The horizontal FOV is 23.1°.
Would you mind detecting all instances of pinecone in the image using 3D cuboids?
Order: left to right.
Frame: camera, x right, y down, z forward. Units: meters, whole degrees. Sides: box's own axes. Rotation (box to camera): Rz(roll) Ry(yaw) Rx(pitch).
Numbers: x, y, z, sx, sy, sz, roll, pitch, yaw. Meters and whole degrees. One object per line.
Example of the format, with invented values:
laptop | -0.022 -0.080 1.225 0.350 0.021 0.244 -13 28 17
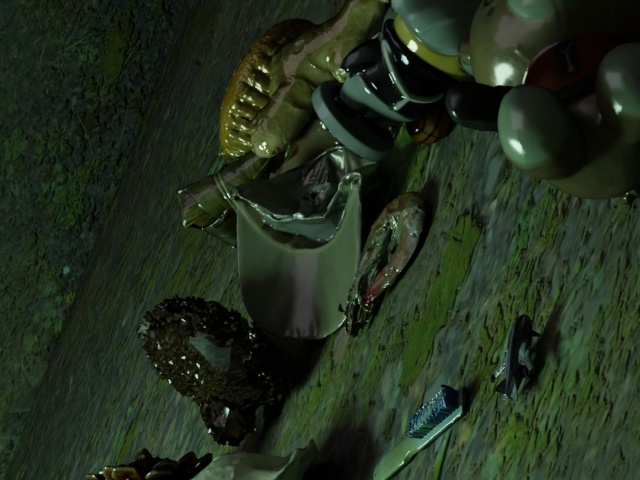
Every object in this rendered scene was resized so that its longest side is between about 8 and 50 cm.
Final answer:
pinecone | -0.209 0.377 2.023 0.185 0.212 0.168 -16 0 18

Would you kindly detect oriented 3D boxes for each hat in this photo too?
hat | 0.000 0.000 2.039 0.214 0.149 0.245 -4 94 37

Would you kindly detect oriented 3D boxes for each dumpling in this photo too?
dumpling | -0.073 0.305 1.790 0.193 0.147 0.258 -40 -8 -38

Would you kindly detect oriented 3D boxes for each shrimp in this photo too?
shrimp | 0.073 0.028 1.858 0.190 0.042 0.101 -64 25 4

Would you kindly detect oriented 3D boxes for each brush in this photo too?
brush | 0.093 0.201 1.591 0.178 0.030 0.033 -49 34 43

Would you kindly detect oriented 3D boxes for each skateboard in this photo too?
skateboard | 0.060 -0.164 2.072 0.032 0.083 0.064 -65 16 6

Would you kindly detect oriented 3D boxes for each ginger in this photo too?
ginger | 0.008 -0.257 2.097 0.334 0.081 0.148 -48 27 22

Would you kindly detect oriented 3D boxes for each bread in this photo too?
bread | -0.047 -0.205 2.272 0.240 0.139 0.240 -46 -30 -37

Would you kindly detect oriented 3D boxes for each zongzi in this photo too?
zongzi | -0.085 -0.059 2.257 0.184 0.187 0.084 -34 56 20

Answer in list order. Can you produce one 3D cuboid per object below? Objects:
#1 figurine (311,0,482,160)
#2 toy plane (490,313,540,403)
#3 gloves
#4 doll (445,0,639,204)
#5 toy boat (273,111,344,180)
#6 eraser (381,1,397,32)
figurine | 0.119 -0.206 1.829 0.236 0.176 0.133 -46 37 26
toy plane | 0.181 0.109 1.438 0.078 0.031 0.083 -20 48 67
gloves | -0.142 0.161 2.084 0.135 0.210 0.312 -37 3 -13
doll | 0.239 -0.151 1.402 0.235 0.174 0.330 -26 35 17
toy boat | -0.021 -0.065 2.179 0.099 0.108 0.293 -28 -32 -59
eraser | 0.146 -0.382 2.111 0.111 0.077 0.352 -51 22 42
